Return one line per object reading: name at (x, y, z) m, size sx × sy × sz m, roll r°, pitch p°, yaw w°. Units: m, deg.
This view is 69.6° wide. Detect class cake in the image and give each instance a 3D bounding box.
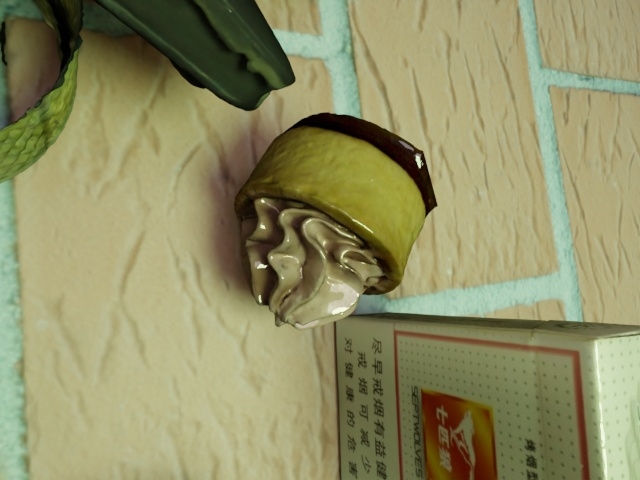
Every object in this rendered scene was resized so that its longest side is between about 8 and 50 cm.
cake at (0.000, 0.000, 0.459) m, size 0.185 × 0.208 × 0.178 m, roll 37°, pitch 56°, yaw -22°

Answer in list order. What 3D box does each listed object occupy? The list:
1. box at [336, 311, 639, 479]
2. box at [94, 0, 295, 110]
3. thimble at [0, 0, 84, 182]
box at (0.136, 0.180, 0.438) m, size 0.095 × 0.330 × 0.210 m, roll 1°, pitch 84°, yaw -27°
box at (-0.175, -0.279, 0.313) m, size 0.350 × 0.091 × 0.359 m, roll 33°, pitch 26°, yaw -59°
thimble at (-0.328, -0.171, 0.348) m, size 0.271 × 0.150 × 0.270 m, roll 4°, pitch 82°, yaw -27°
